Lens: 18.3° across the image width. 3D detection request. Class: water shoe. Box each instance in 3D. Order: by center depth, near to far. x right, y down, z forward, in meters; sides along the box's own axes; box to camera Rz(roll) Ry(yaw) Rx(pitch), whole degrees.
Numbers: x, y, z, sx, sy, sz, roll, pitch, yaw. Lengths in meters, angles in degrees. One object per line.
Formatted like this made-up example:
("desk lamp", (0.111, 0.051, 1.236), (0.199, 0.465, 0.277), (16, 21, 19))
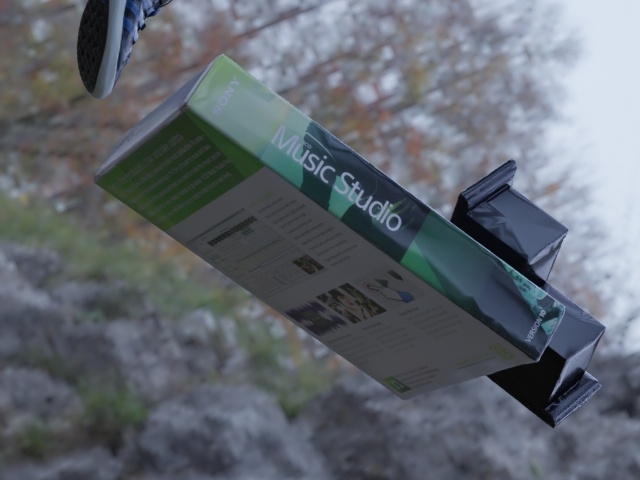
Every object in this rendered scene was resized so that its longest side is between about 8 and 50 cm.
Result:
("water shoe", (-0.176, -0.227, 1.895), (0.073, 0.080, 0.203), (48, -50, 50))

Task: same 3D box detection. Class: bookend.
("bookend", (0.175, 0.044, 1.651), (0.156, 0.072, 0.157), (38, -42, 22))

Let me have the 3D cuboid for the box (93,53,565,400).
("box", (0.000, 0.000, 1.512), (0.322, 0.058, 0.232), (35, -23, -13))
